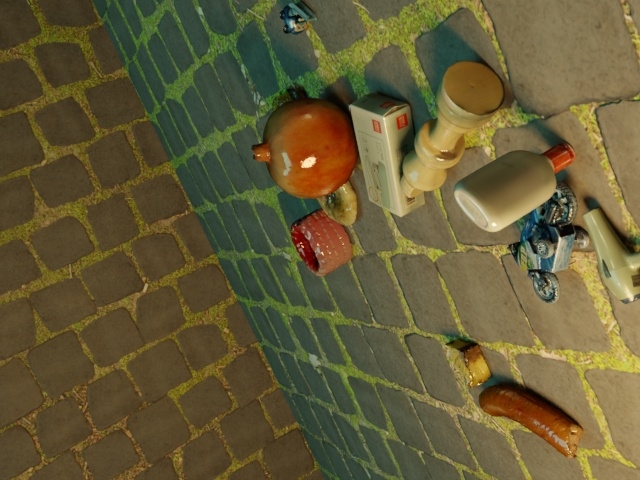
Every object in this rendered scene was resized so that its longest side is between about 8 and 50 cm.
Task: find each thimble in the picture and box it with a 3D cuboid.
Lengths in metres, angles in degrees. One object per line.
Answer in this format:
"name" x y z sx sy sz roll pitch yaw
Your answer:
"thimble" 0.001 0.006 2.157 0.190 0.125 0.163 63 157 -5

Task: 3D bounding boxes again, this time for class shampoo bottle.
"shampoo bottle" 0.329 -0.099 1.173 0.108 0.221 0.051 51 157 25

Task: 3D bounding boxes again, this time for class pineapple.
"pineapple" 0.363 0.296 1.778 0.137 0.069 0.116 49 156 32

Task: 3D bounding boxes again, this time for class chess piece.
"chess piece" 0.240 -0.191 1.424 0.117 0.117 0.397 55 159 15

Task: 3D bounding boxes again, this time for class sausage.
"sausage" 0.475 0.399 1.639 0.302 0.076 0.103 22 134 58

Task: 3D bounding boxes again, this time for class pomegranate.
"pomegranate" -0.043 -0.232 1.782 0.229 0.270 0.252 -131 31 -49

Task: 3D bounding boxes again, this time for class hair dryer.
"hair dryer" 0.504 -0.008 1.141 0.167 0.067 0.199 59 148 23

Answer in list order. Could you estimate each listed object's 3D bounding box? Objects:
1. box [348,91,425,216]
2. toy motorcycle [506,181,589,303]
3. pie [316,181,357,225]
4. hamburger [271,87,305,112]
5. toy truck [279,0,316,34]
"box" 0.154 -0.199 1.637 0.135 0.079 0.269 33 145 49
"toy motorcycle" 0.405 -0.010 1.297 0.135 0.092 0.254 -130 31 -49
"pie" 0.044 -0.125 2.010 0.185 0.052 0.218 48 157 19
"hamburger" -0.077 -0.339 1.971 0.137 0.087 0.166 13 128 62
"toy truck" -0.051 -0.542 1.726 0.090 0.056 0.073 -2 109 52
